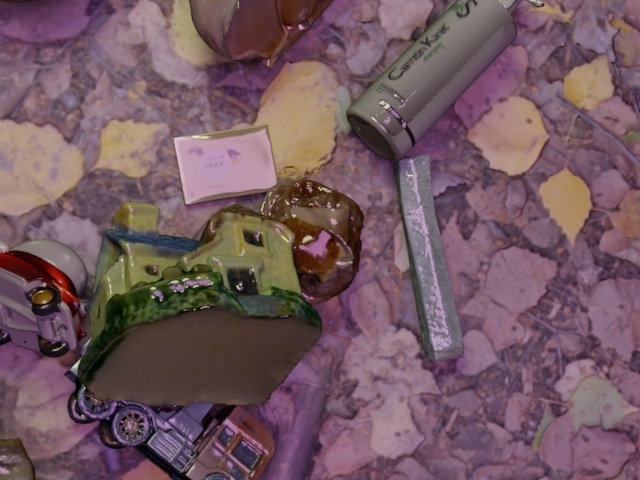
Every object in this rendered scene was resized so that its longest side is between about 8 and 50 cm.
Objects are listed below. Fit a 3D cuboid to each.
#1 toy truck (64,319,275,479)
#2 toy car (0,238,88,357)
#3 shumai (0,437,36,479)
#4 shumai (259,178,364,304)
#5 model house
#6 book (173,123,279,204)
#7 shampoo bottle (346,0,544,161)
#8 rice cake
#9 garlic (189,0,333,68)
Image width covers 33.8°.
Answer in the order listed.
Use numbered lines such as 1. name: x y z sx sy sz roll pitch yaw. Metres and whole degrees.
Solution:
1. toy truck: -0.163 0.178 1.137 0.257 0.108 0.140 40 67 -7
2. toy car: -0.293 0.050 1.102 0.139 0.112 0.112 17 42 20
3. shumai: -0.420 0.296 1.022 0.292 0.330 0.288 -15 70 -49
4. shumai: -0.001 0.004 1.168 0.146 0.116 0.145 1 88 -18
5. model house: -0.130 0.044 1.059 0.214 0.195 0.189 5 51 -23
6. book: -0.106 -0.086 1.197 0.111 0.014 0.077 -10 91 -13
7. shampoo bottle: 0.146 -0.210 1.223 0.085 0.085 0.262 45 80 -9
8. rice cake: 0.127 0.022 1.237 0.045 0.042 0.245 -11 92 -10
9. garlic: -0.058 -0.306 1.143 0.229 0.178 0.143 -33 65 -30
